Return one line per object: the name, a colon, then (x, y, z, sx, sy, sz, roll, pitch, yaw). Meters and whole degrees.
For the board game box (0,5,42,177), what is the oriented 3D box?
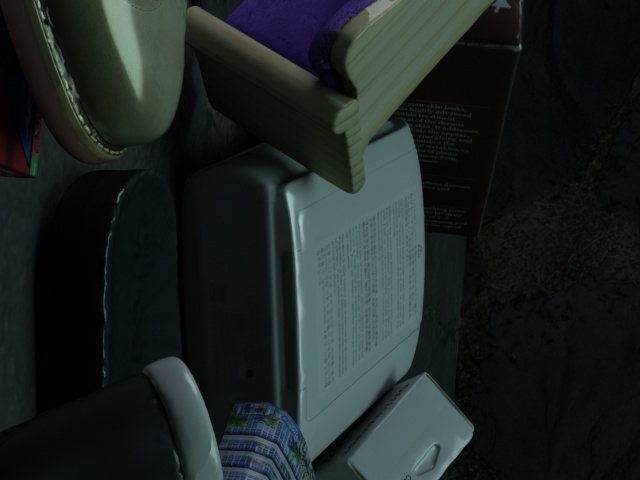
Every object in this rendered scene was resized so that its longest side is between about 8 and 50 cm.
board game box: (-0.162, -0.179, 0.642, 0.145, 0.027, 0.281, 24, 69, -76)

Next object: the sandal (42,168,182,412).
sandal: (-0.099, 0.179, 0.833, 0.167, 0.107, 0.445, -50, 142, -70)

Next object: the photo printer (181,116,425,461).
photo printer: (0.000, 0.029, 1.142, 0.307, 0.107, 0.256, -32, 124, -60)

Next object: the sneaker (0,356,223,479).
sneaker: (-0.132, 0.175, 0.655, 0.295, 0.147, 0.104, 98, -28, -46)

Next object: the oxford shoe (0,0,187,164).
oxford shoe: (-0.072, -0.232, 0.629, 0.140, 0.147, 0.396, -38, 130, -76)

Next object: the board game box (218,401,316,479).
board game box: (-0.026, 0.228, 0.798, 0.194, 0.060, 0.194, -73, 155, -60)

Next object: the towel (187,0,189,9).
towel: (-0.108, -0.150, 0.949, 0.060, 0.009, 0.083, 82, 16, -44)

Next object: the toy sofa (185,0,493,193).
toy sofa: (0.067, -0.229, 0.996, 0.362, 0.150, 0.177, -49, 157, -19)

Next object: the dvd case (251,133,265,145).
dvd case: (-0.042, -0.193, 1.237, 0.164, 0.018, 0.221, 65, 31, -64)

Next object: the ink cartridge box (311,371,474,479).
ink cartridge box: (0.037, 0.201, 1.206, 0.127, 0.072, 0.175, -43, -175, -37)

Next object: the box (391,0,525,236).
box: (0.089, -0.150, 1.342, 0.381, 0.191, 0.143, 89, 8, -66)
